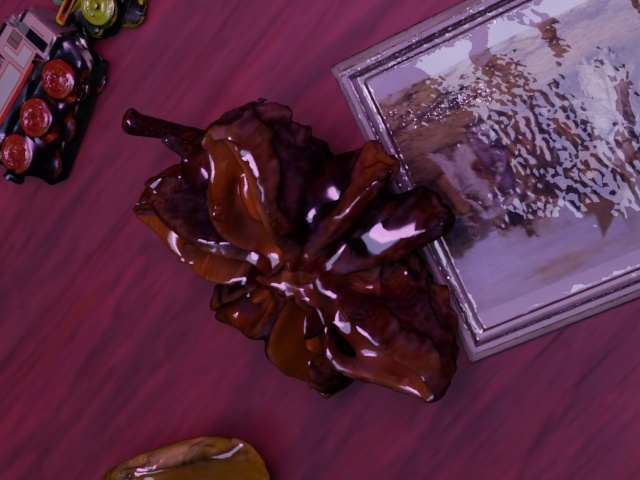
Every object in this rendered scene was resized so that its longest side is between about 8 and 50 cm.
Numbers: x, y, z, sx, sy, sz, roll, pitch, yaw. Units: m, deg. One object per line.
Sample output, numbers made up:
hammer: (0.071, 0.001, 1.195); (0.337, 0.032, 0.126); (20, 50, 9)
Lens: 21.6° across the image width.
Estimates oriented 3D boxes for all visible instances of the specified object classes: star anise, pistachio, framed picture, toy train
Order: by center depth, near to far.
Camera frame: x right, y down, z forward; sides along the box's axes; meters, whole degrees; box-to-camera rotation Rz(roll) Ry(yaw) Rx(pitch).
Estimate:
framed picture: (0.160, -0.063, 0.997); (0.274, 0.017, 0.217); (-26, 94, 25)
star anise: (0.000, 0.000, 1.015); (0.190, 0.126, 0.220); (10, 135, 48)
toy train: (-0.158, -0.147, 1.084); (0.085, 0.053, 0.250); (38, 115, 18)
pistachio: (-0.103, 0.176, 1.150); (0.089, 0.049, 0.173); (42, 115, -18)
